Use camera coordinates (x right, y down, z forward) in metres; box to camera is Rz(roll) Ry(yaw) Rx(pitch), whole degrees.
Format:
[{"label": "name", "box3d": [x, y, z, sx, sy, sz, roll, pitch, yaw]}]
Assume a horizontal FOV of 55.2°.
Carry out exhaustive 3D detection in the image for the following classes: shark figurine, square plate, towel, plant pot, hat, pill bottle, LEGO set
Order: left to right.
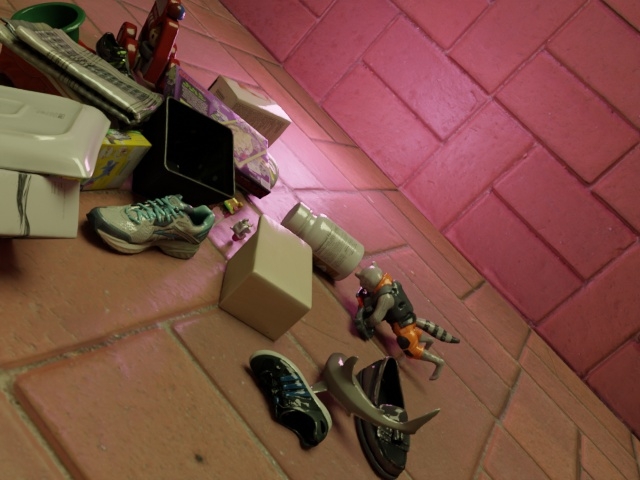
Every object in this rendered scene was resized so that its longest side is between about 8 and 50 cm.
[{"label": "square plate", "box3d": [-0.521, -0.194, 0.960, 0.344, 0.049, 0.347, 7, 23, -17]}, {"label": "hat", "box3d": [-0.676, -0.501, 1.599, 0.209, 0.183, 0.173, -25, 54, -24]}, {"label": "towel", "box3d": [-0.494, -0.369, 1.298, 0.324, 0.056, 0.312, 32, 14, -14]}, {"label": "plant pot", "box3d": [-0.317, -0.172, 1.362, 0.188, 0.167, 0.187, 24, 51, -45]}, {"label": "LEGO set", "box3d": [-0.290, -0.111, 1.497, 0.287, 0.107, 0.132, 46, -16, 21]}, {"label": "pill bottle", "box3d": [0.000, 0.000, 1.731, 0.229, 0.131, 0.131, 38, 20, -15]}, {"label": "shark figurine", "box3d": [0.084, 0.293, 1.221, 0.166, 0.116, 0.278, -3, 27, -44]}]

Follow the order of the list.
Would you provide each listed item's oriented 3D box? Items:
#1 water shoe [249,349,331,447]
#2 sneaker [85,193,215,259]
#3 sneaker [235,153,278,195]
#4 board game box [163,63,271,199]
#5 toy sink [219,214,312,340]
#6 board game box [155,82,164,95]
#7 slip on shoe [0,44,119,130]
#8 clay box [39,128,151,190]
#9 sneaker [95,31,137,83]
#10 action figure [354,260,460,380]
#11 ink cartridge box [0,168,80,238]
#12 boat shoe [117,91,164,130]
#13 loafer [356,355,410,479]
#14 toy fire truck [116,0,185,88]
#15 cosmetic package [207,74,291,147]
[{"label": "water shoe", "box3d": [-0.059, 0.285, 1.121, 0.203, 0.073, 0.080, 45, 22, 5]}, {"label": "sneaker", "box3d": [-0.325, -0.047, 1.205, 0.110, 0.122, 0.283, 53, 22, 23]}, {"label": "sneaker", "box3d": [-0.275, -0.275, 1.741, 0.385, 0.145, 0.147, 37, 20, -15]}, {"label": "board game box", "box3d": [-0.258, -0.271, 1.568, 0.347, 0.056, 0.208, 36, 40, -42]}, {"label": "toy sink", "box3d": [-0.117, 0.078, 1.346, 0.153, 0.131, 0.234, 36, 26, -22]}, {"label": "board game box", "box3d": [-0.465, -0.481, 1.962, 0.145, 0.027, 0.281, 26, 26, -42]}, {"label": "slip on shoe", "box3d": [-0.548, -0.303, 1.275, 0.331, 0.101, 0.123, 38, 11, 13]}, {"label": "clay box", "box3d": [-0.444, -0.158, 1.193, 0.053, 0.127, 0.222, 47, 19, 10]}, {"label": "sneaker", "box3d": [-0.559, -0.491, 1.685, 0.067, 0.078, 0.188, -20, 77, -44]}, {"label": "action figure", "box3d": [0.223, 0.193, 1.722, 0.330, 0.179, 0.341, 51, 20, -10]}, {"label": "ink cartridge box", "box3d": [-0.474, -0.050, 0.849, 0.219, 0.160, 0.092, 6, 85, -60]}, {"label": "boat shoe", "box3d": [-0.470, -0.319, 1.501, 0.306, 0.113, 0.104, 23, 34, -39]}, {"label": "loafer", "box3d": [0.140, 0.363, 1.315, 0.109, 0.095, 0.302, 36, 21, -21]}, {"label": "toy fire truck", "box3d": [-0.484, -0.611, 1.812, 0.170, 0.253, 0.302, 18, 32, -31]}, {"label": "cosmetic package", "box3d": [-0.258, -0.426, 2.072, 0.296, 0.153, 0.129, 13, 37, -57]}]
